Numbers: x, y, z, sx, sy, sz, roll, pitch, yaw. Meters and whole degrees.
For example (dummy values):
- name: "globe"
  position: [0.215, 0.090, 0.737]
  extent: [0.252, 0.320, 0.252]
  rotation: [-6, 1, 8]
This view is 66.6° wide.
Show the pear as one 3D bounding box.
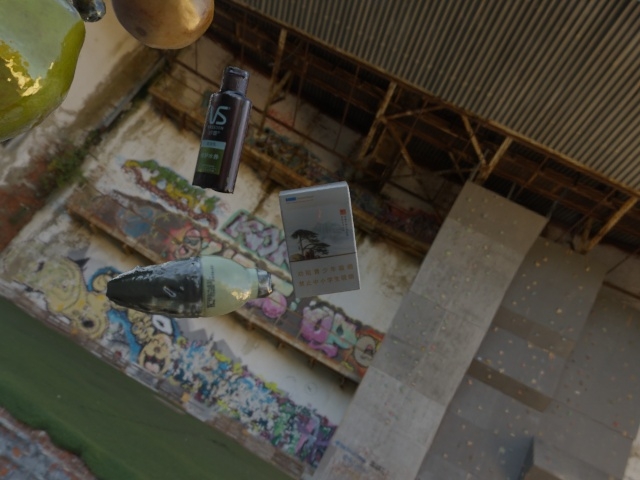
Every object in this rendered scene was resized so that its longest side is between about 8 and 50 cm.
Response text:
- name: "pear"
  position: [-0.469, -0.248, 0.628]
  extent: [0.269, 0.321, 0.269]
  rotation: [35, -22, 17]

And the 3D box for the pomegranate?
- name: "pomegranate"
  position: [-0.469, -0.728, 1.391]
  extent: [0.338, 0.338, 0.338]
  rotation: [27, -21, 11]

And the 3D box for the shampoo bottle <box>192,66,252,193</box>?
- name: "shampoo bottle"
  position: [-0.254, -0.292, 1.296]
  extent: [0.129, 0.323, 0.084]
  rotation: [13, 0, 27]

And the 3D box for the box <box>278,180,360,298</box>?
- name: "box"
  position: [0.000, -0.001, 1.051]
  extent: [0.149, 0.233, 0.067]
  rotation: [-8, 15, -2]

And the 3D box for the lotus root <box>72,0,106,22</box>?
- name: "lotus root"
  position: [-0.506, -0.656, 1.045]
  extent: [0.174, 0.350, 0.175]
  rotation: [2, 1, 0]

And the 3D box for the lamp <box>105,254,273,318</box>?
- name: "lamp"
  position: [-0.194, 0.071, 0.751]
  extent: [0.250, 0.101, 0.101]
  rotation: [-2, -11, -19]
